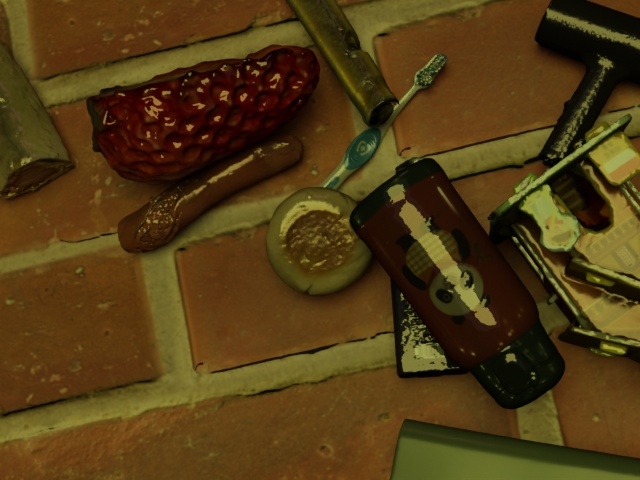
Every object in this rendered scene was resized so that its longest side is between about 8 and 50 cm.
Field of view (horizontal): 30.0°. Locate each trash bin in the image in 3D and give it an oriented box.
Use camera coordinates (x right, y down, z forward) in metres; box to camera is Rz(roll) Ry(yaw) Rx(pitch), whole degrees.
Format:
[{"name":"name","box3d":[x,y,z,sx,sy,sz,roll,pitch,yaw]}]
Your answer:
[{"name":"trash bin","box3d":[0.257,0.361,1.531,0.343,0.158,0.223,11,79,12]}]

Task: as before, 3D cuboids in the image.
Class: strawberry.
[{"name":"strawberry","box3d":[-0.157,-0.177,1.691,0.336,0.265,0.149,-14,100,7]}]

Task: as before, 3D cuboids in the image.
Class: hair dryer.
[{"name":"hair dryer","box3d":[0.373,-0.214,1.676,0.197,0.089,0.251,25,79,13]}]

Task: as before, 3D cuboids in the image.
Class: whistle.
[{"name":"whistle","box3d":[0.015,-0.304,1.757,0.068,0.057,0.326,-41,63,22]}]

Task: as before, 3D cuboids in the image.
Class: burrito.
[{"name":"burrito","box3d":[-0.505,-0.206,1.811,0.143,0.105,0.299,-36,76,3]}]

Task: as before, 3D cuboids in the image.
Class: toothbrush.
[{"name":"toothbrush","box3d":[0.054,-0.126,1.744,0.040,0.040,0.386,42,90,15]}]

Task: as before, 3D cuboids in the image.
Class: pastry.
[{"name":"pastry","box3d":[0.000,0.000,1.681,0.156,0.092,0.156,0,89,3]}]

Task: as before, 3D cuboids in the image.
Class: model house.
[{"name":"model house","box3d":[0.435,0.008,1.524,0.340,0.300,0.324,-35,80,0]}]

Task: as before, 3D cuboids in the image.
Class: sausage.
[{"name":"sausage","box3d":[-0.163,-0.075,1.741,0.304,0.078,0.078,-32,74,-1]}]

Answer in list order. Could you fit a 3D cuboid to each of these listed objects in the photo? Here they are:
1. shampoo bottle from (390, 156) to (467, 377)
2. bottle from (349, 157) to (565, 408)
[{"name":"shampoo bottle","box3d":[0.146,0.034,1.668,0.098,0.071,0.309,-5,76,8]},{"name":"bottle","box3d":[0.189,0.062,1.555,0.144,0.144,0.336,-37,83,-1]}]
